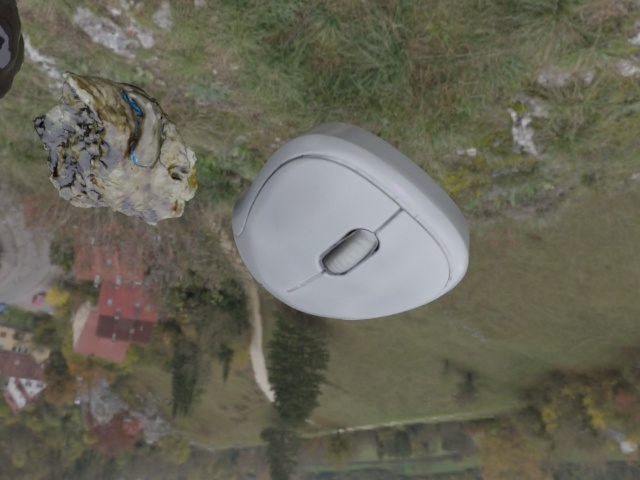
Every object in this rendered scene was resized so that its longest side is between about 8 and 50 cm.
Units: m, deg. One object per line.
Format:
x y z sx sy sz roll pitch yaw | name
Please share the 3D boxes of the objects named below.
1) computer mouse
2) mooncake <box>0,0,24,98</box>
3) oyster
0.000 0.000 0.550 0.184 0.121 0.297 44 165 -15 | computer mouse
-0.565 -0.248 0.691 0.381 0.350 0.212 35 144 8 | mooncake
-0.256 -0.099 0.773 0.223 0.083 0.214 29 135 -27 | oyster
